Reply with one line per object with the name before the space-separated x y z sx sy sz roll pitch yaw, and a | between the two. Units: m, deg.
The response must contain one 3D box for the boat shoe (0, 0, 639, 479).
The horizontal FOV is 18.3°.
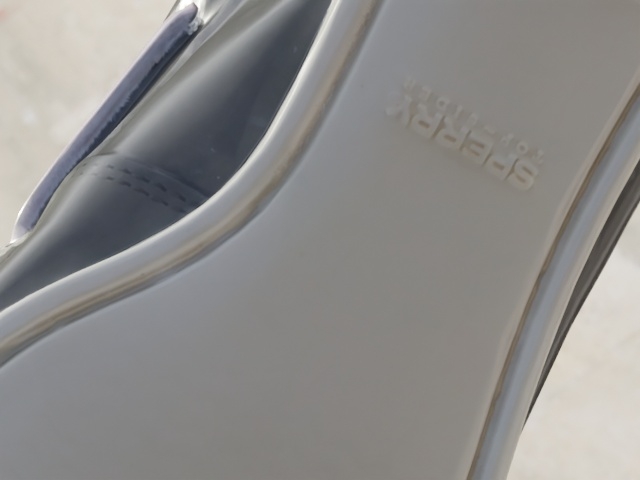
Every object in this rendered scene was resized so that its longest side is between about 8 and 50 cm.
boat shoe | 0.000 0.000 0.423 0.335 0.112 0.095 -55 9 -3
